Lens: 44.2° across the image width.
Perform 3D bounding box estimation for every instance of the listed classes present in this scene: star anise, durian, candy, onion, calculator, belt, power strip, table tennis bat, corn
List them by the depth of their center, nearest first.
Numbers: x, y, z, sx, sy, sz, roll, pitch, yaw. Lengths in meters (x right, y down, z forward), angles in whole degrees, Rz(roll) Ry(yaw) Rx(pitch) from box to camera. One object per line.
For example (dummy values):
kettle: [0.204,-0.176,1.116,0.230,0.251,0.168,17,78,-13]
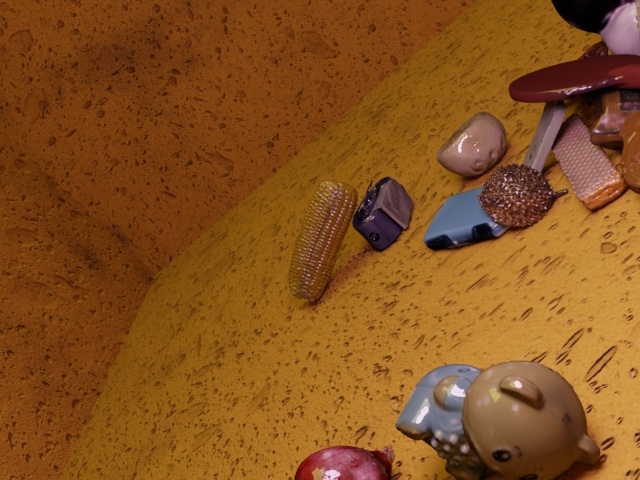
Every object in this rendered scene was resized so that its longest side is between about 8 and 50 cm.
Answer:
onion: [0.051,0.399,1.285,0.194,0.160,0.159,-29,10,-24]
candy: [0.620,-0.270,1.610,0.143,0.101,0.271,-3,30,18]
table tennis bat: [0.565,-0.340,1.635,0.268,0.051,0.414,-23,19,-19]
durian: [0.420,-0.109,1.646,0.188,0.091,0.148,2,51,16]
power strip: [0.486,-0.210,1.728,0.080,0.029,0.227,-83,6,-55]
calculator: [0.349,-0.056,1.807,0.293,0.051,0.173,-15,35,57]
star anise: [0.612,-0.396,1.911,0.212,0.111,0.196,-43,21,-23]
corn: [0.000,0.000,2.148,0.131,0.131,0.345,-133,62,-73]
belt: [0.165,-0.084,2.162,0.139,0.126,0.231,-34,19,34]

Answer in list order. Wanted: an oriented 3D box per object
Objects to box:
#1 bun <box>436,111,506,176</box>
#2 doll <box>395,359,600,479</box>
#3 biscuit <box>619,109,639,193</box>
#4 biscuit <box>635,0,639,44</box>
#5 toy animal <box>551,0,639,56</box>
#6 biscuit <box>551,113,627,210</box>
bun: [0.389,-0.233,2.012,0.178,0.128,0.193,-47,6,-8]
doll: [0.253,0.254,1.114,0.161,0.177,0.260,-53,15,-24]
biscuit: [0.649,-0.186,1.353,0.272,0.049,0.257,-20,38,33]
biscuit: [0.738,-0.438,1.586,0.249,0.147,0.046,-2,-6,-24]
toy animal: [0.679,-0.532,1.738,0.251,0.310,0.251,-47,9,10]
biscuit: [0.543,-0.170,1.630,0.094,0.054,0.379,-37,19,21]
